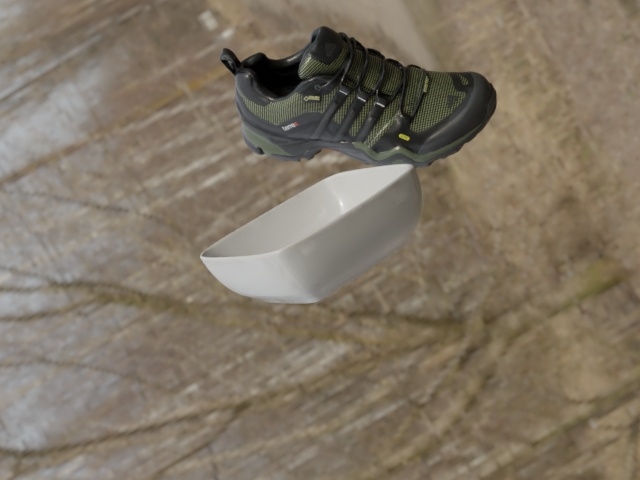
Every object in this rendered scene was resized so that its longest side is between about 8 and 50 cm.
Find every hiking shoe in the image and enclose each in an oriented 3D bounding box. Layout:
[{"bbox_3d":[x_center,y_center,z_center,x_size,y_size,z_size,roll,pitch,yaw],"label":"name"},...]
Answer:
[{"bbox_3d":[0.030,-0.122,1.174,0.114,0.227,0.086,67,-155,-51],"label":"hiking shoe"}]

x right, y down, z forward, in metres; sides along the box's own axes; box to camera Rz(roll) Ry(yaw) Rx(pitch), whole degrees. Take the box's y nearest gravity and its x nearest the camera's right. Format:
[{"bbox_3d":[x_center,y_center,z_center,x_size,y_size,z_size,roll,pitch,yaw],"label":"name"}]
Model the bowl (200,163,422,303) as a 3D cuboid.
[{"bbox_3d":[0.000,0.000,1.009,0.142,0.142,0.053,-5,114,62],"label":"bowl"}]
